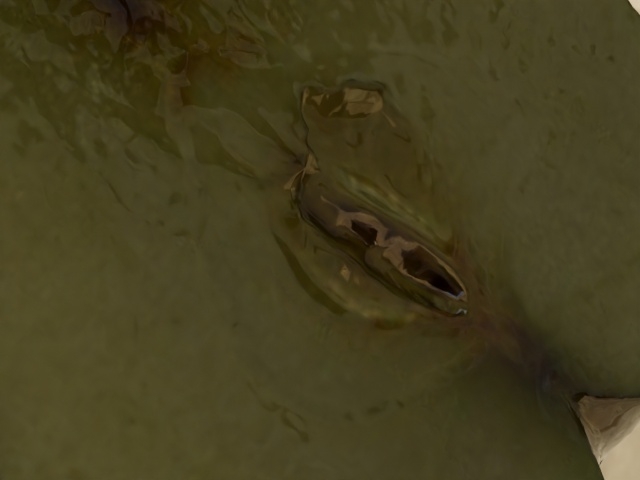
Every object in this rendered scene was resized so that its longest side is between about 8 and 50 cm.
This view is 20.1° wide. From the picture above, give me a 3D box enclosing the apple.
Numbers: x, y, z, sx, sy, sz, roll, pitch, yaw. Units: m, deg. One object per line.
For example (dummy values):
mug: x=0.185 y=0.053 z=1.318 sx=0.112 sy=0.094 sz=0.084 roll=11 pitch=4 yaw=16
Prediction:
apple: x=0.000 y=0.000 z=0.694 sx=0.311 sy=0.360 sz=0.320 roll=-46 pitch=20 yaw=10
